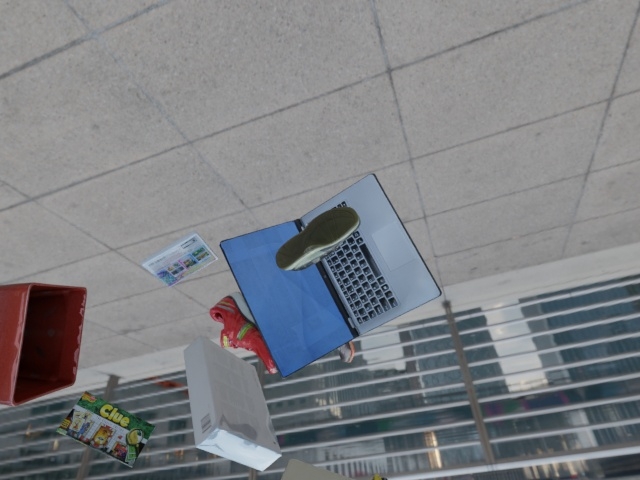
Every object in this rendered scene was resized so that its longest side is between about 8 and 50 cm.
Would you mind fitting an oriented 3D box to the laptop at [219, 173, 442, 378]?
[{"bbox_3d":[0.029,0.073,1.075,0.408,0.381,0.236,-31,169,18],"label":"laptop"}]

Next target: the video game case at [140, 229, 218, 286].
[{"bbox_3d":[-0.369,0.052,1.100,0.157,0.019,0.143,-31,150,-7],"label":"video game case"}]

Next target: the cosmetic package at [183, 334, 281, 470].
[{"bbox_3d":[-0.293,0.518,1.343,0.097,0.377,0.284,-43,127,6],"label":"cosmetic package"}]

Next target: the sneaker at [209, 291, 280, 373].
[{"bbox_3d":[-0.203,0.260,1.100,0.118,0.279,0.107,-30,140,-25],"label":"sneaker"}]

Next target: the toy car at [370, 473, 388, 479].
[{"bbox_3d":[0.172,0.544,0.756,0.053,0.239,0.225,-38,149,12],"label":"toy car"}]

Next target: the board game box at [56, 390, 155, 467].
[{"bbox_3d":[-0.692,0.613,1.349,0.260,0.136,0.030,33,136,-11],"label":"board game box"}]

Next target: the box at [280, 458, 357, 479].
[{"bbox_3d":[-0.034,0.349,0.362,0.094,0.275,0.113,12,113,12],"label":"box"}]

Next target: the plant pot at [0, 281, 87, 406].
[{"bbox_3d":[-0.773,0.237,1.019,0.236,0.267,0.267,3,171,-3],"label":"plant pot"}]

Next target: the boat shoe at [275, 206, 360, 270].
[{"bbox_3d":[0.000,0.001,0.938,0.224,0.080,0.073,-33,151,20],"label":"boat shoe"}]

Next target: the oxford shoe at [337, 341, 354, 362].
[{"bbox_3d":[0.069,0.381,1.600,0.099,0.097,0.271,-18,126,-14],"label":"oxford shoe"}]
